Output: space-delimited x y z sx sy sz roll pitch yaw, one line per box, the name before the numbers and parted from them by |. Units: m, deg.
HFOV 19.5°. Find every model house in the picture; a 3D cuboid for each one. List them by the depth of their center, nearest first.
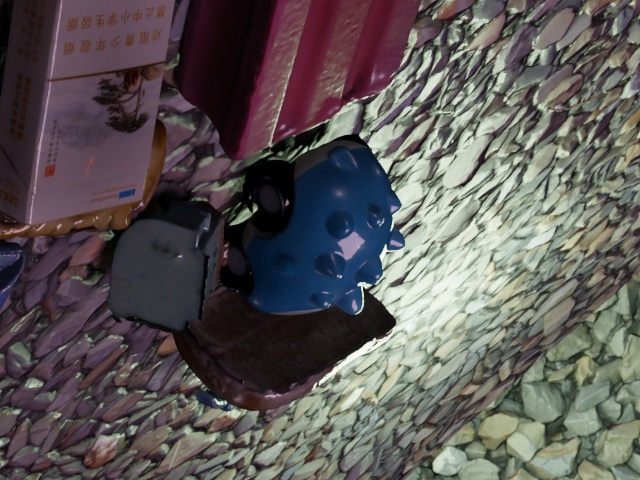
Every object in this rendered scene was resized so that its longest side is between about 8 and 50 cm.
model house | -0.164 0.013 2.170 0.149 0.119 0.148 -52 154 -61

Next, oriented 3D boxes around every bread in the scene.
bread | -0.248 -0.070 1.874 0.225 0.081 0.134 -4 133 -54

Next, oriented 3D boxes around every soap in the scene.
soap | 0.000 -0.264 1.856 0.233 0.128 0.359 -27 154 -30

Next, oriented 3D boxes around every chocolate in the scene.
chocolate | -0.050 0.125 2.387 0.303 0.185 0.100 -29 149 -45

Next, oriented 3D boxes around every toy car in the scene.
toy car | 0.000 0.000 2.285 0.188 0.190 0.255 -22 153 -43

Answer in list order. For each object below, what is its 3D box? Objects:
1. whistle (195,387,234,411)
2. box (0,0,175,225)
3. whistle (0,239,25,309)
whistle | -0.106 0.151 2.523 0.180 0.093 0.269 -63 159 -11
box | -0.218 -0.139 1.711 0.149 0.067 0.233 -14 125 -45
whistle | -0.399 0.116 2.000 0.062 0.062 0.304 -15 146 -49
